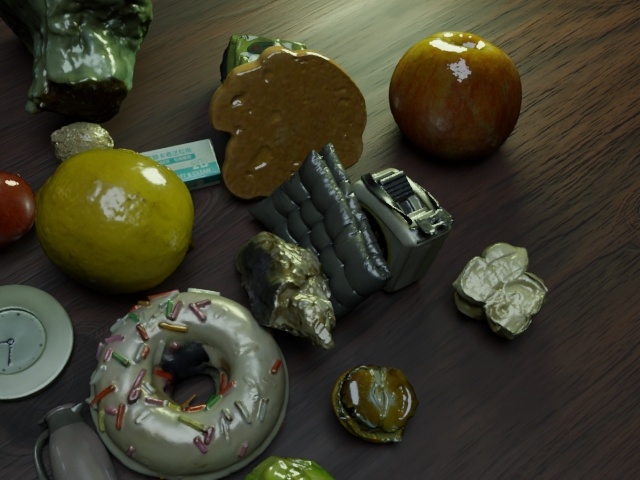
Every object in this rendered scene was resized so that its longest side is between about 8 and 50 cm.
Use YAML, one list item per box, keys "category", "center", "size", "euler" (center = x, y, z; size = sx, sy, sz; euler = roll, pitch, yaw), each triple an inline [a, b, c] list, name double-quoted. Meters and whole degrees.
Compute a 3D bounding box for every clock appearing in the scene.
- category: "clock"
  center: [-0.592, 0.195, 1.693]
  size: [0.235, 0.029, 0.235]
  euler: [4, 63, -7]

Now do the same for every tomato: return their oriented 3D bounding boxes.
- category: "tomato"
  center: [-0.655, -0.058, 1.749]
  size: [0.167, 0.167, 0.167]
  euler: [3, 61, -6]

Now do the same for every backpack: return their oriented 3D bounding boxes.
- category: "backpack"
  center: [-0.127, -0.335, 1.987]
  size: [0.207, 0.140, 0.253]
  euler: [6, 69, -3]

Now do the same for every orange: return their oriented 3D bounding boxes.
- category: "orange"
  center: [0.095, 0.306, 1.676]
  size: [0.160, 0.112, 0.170]
  euler: [-36, 104, -29]

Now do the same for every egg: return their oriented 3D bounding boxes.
- category: "egg"
  center: [-0.502, -0.196, 1.862]
  size: [0.118, 0.140, 0.116]
  euler: [56, 39, -25]

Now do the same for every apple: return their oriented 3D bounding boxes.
- category: "apple"
  center: [0.303, -0.332, 1.965]
  size: [0.302, 0.301, 0.301]
  euler: [3, 61, -6]

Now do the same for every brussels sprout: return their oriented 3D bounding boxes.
- category: "brussels sprout"
  center: [-0.049, 0.482, 1.530]
  size: [0.223, 0.161, 0.223]
  euler: [3, 68, -8]

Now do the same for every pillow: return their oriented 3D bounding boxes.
- category: "pillow"
  center: [0.000, 0.000, 1.776]
  size: [0.101, 0.228, 0.326]
  euler: [-3, 60, -45]

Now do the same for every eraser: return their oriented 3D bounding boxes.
- category: "eraser"
  center: [-0.332, -0.148, 1.900]
  size: [0.225, 0.052, 0.095]
  euler: [-14, 67, -16]

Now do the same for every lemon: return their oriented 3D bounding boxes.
- category: "lemon"
  center: [-0.393, -0.039, 1.704]
  size: [0.297, 0.297, 0.297]
  euler: [3, 61, -6]

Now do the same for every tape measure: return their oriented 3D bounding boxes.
- category: "tape measure"
  center: [0.151, -0.050, 1.786]
  size: [0.133, 0.271, 0.231]
  euler: [-25, 69, -20]

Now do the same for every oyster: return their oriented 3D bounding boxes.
- category: "oyster"
  center: [-0.079, 0.086, 1.701]
  size: [0.110, 0.166, 0.341]
  euler: [27, 27, -42]

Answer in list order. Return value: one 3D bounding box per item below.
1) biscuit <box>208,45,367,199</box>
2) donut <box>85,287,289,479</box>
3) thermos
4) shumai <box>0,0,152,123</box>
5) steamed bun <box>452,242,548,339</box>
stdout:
- category: "biscuit"
  center: [-0.075, -0.248, 1.878]
  size: [0.351, 0.312, 0.057]
  euler: [-31, 24, -4]
- category: "donut"
  center: [-0.240, 0.255, 1.641]
  size: [0.383, 0.142, 0.382]
  euler: [4, 60, -6]
- category: "thermos"
  center: [-0.445, 0.389, 1.570]
  size: [0.137, 0.105, 0.193]
  euler: [-35, 65, 11]
- category: "shumai"
  center: [-0.525, -0.414, 1.883]
  size: [0.324, 0.397, 0.323]
  euler: [2, 82, -35]
- category: "steamed bun"
  center: [0.374, 0.102, 1.832]
  size: [0.177, 0.106, 0.192]
  euler: [36, 71, 7]
